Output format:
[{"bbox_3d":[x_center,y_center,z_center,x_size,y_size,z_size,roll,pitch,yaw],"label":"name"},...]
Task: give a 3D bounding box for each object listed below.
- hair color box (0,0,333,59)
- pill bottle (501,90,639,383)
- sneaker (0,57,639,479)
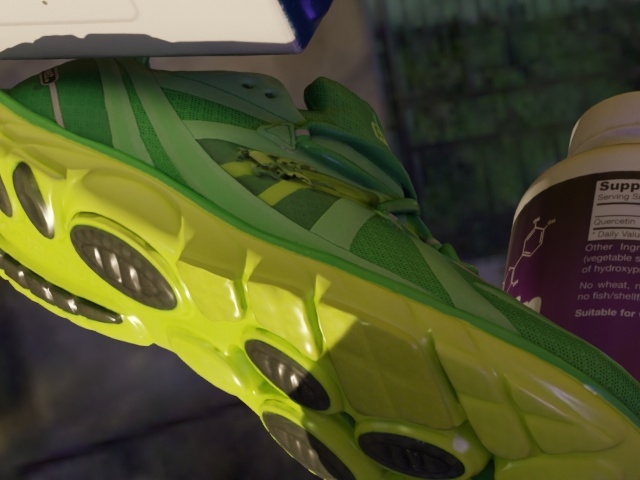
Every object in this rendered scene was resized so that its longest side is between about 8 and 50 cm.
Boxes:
[{"bbox_3d":[-0.165,-0.158,0.712,0.347,0.174,0.105,2,-133,29],"label":"hair color box"},{"bbox_3d":[0.198,0.068,1.252,0.181,0.181,0.323,-6,-129,25],"label":"pill bottle"},{"bbox_3d":[0.000,0.000,0.682,0.295,0.109,0.123,30,-124,28],"label":"sneaker"}]
